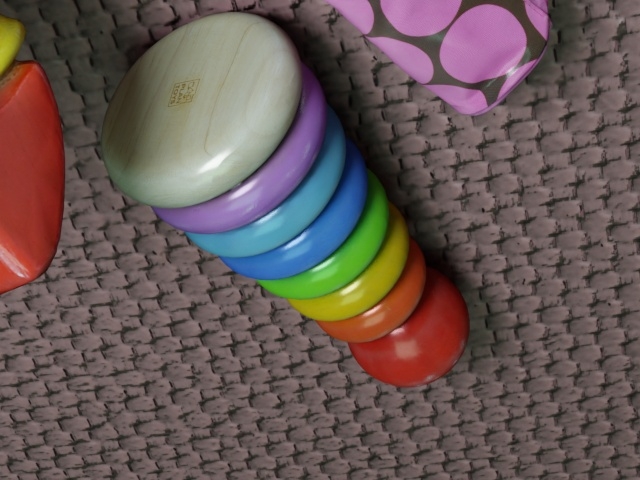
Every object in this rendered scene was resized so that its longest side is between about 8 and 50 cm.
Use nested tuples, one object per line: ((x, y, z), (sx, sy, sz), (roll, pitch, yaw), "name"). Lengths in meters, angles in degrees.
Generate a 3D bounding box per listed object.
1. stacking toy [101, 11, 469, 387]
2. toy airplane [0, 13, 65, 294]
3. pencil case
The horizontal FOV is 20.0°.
((0.000, 0.000, 1.209), (0.141, 0.141, 0.330), (-21, 136, 22), "stacking toy")
((-0.272, -0.193, 0.951), (0.386, 0.272, 0.384), (27, 132, 27), "toy airplane")
((0.047, -0.164, 1.059), (0.098, 0.095, 0.209), (-42, 126, 18), "pencil case")
